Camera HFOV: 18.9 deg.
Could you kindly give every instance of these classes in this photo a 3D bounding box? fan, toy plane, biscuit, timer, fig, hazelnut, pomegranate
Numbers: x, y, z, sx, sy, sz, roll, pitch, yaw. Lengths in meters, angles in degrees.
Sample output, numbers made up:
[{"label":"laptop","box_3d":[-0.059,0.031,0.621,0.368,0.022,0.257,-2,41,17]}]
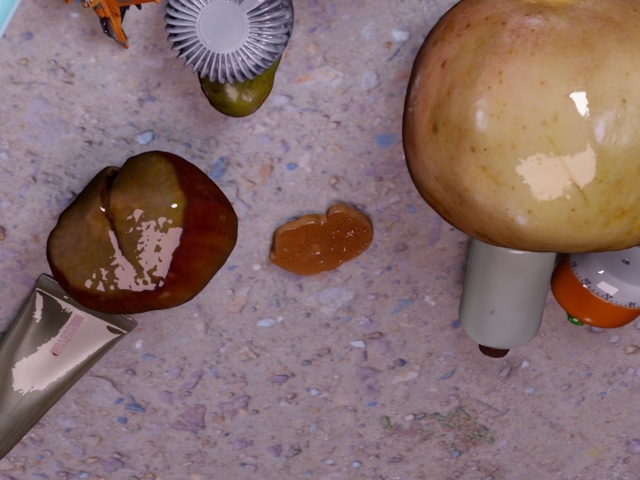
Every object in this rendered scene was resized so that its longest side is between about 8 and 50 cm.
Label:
[{"label":"fan","box_3d":[-0.050,-0.257,1.934,0.244,0.074,0.130,-37,100,18]},{"label":"toy plane","box_3d":[-0.217,-0.246,1.945,0.135,0.062,0.188,14,172,15]},{"label":"biscuit","box_3d":[0.000,0.000,2.292,0.130,0.019,0.102,-25,137,20]},{"label":"timer","box_3d":[0.340,0.061,2.348,0.136,0.099,0.136,2,130,2]},{"label":"fig","box_3d":[-0.080,-0.175,2.040,0.098,0.082,0.084,-17,95,-5]},{"label":"hazelnut","box_3d":[-0.199,-0.006,2.160,0.212,0.181,0.181,-20,109,13]},{"label":"pomegranate","box_3d":[0.246,-0.148,1.948,0.338,0.338,0.338,-4,139,-3]}]

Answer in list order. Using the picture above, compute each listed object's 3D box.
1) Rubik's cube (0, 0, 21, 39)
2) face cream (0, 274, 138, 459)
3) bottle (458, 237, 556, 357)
[{"label":"Rubik's cube","box_3d":[-0.382,-0.364,1.486,0.352,0.347,0.351,23,96,-33]},{"label":"face cream","box_3d":[-0.376,0.180,2.414,0.137,0.084,0.341,29,122,-22]},{"label":"bottle","box_3d":[0.224,0.054,2.321,0.104,0.104,0.245,-1,139,-6]}]
